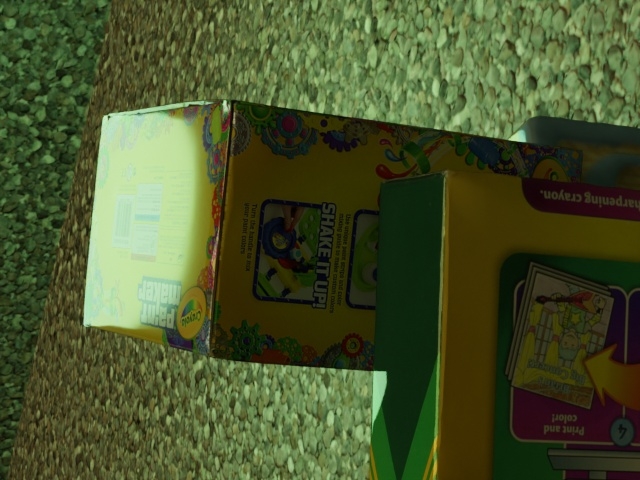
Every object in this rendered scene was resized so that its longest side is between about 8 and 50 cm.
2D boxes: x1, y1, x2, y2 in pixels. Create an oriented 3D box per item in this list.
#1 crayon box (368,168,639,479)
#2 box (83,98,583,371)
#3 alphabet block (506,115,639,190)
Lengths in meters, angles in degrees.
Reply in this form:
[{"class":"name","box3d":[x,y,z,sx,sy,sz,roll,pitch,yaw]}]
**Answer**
[{"class":"crayon box","box3d":[0.213,0.127,1.163,0.106,0.363,0.313,172,102,-65]},{"class":"box","box3d":[0.000,0.000,1.291,0.290,0.279,0.177,-176,92,-66]},{"class":"alphabet block","box3d":[0.216,0.033,1.380,0.197,0.193,0.192,131,139,-52]}]
